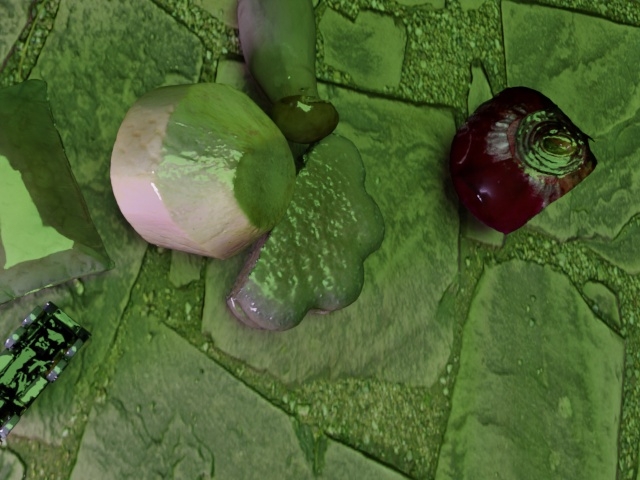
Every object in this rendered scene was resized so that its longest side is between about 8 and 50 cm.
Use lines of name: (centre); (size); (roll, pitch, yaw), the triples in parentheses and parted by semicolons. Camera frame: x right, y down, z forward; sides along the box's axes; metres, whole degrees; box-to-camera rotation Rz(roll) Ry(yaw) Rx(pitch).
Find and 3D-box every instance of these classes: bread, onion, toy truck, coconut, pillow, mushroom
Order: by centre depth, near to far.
toy truck: (-0.388, 0.170, 1.005); (0.083, 0.092, 0.192); (42, 59, -10)
pillow: (-0.418, -0.074, 1.053); (0.185, 0.075, 0.302); (-20, 88, -26)
coconut: (-0.174, -0.100, 1.085); (0.259, 0.259, 0.259); (5, 77, -21)
bread: (-0.004, 0.000, 1.193); (0.183, 0.102, 0.337); (33, 66, -16)
mushroom: (-0.057, -0.304, 1.208); (0.128, 0.128, 0.350); (-4, 62, -23)
onion: (0.312, -0.134, 1.297); (0.206, 0.216, 0.207); (-36, 82, -8)
